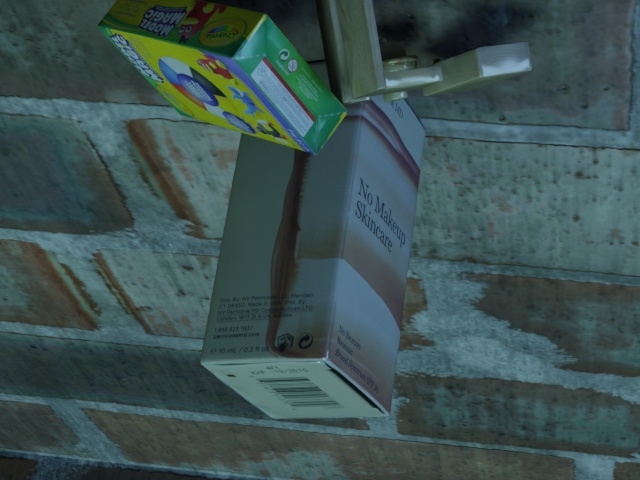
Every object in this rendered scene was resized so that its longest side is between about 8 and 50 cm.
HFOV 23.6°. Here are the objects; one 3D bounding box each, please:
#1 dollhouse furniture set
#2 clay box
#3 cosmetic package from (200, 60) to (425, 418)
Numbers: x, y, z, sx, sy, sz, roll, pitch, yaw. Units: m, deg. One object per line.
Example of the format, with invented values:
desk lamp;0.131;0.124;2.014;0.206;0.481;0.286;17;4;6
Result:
dollhouse furniture set;0.079;-0.185;1.268;0.151;0.123;0.144;-10;-179;-20
clay box;-0.094;-0.147;1.289;0.222;0.053;0.127;18;158;46
cosmetic package;0.000;0.000;1.396;0.129;0.296;0.153;-5;154;26
